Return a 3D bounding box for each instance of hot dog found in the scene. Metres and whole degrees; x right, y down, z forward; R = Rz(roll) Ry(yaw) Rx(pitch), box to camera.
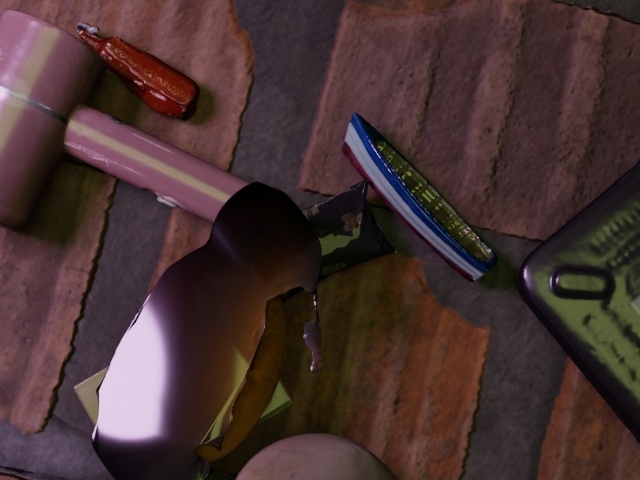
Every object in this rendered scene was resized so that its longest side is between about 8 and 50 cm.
[{"bbox_3d":[-0.098,0.119,1.235,0.194,0.107,0.326,40,82,16],"label":"hot dog"}]

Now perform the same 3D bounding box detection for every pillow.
[{"bbox_3d":[0.000,0.000,1.308,0.150,0.048,0.090,-25,74,-2],"label":"pillow"}]

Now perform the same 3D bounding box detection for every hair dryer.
[{"bbox_3d":[-0.225,-0.077,1.273,0.352,0.125,0.210,25,82,-2],"label":"hair dryer"}]

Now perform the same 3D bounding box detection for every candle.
[{"bbox_3d":[-0.209,-0.191,1.325,0.162,0.048,0.053,34,98,2],"label":"candle"}]

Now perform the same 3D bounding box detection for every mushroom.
[{"bbox_3d":[-0.006,0.311,1.203,0.226,0.178,0.227,22,54,-34],"label":"mushroom"}]

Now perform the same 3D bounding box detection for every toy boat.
[{"bbox_3d":[0.104,-0.046,1.315,0.229,0.080,0.046,45,117,4],"label":"toy boat"}]

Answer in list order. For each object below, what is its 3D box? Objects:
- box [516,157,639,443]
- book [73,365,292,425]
[{"bbox_3d":[0.401,0.055,1.308,0.290,0.073,0.289,-38,85,-8],"label":"box"},{"bbox_3d":[-0.148,0.168,1.291,0.198,0.016,0.138,-30,84,-7],"label":"book"}]
